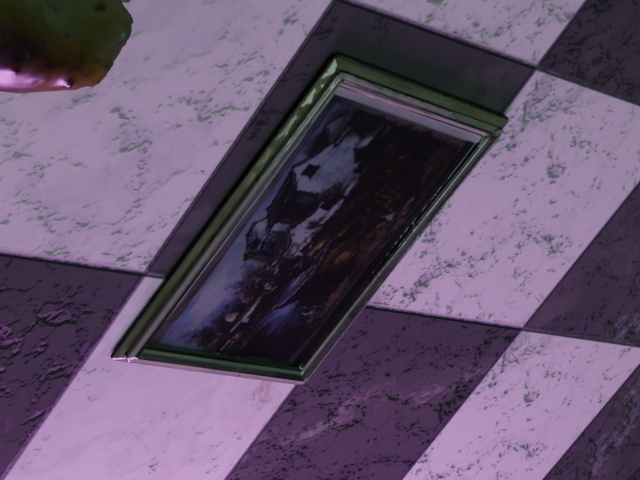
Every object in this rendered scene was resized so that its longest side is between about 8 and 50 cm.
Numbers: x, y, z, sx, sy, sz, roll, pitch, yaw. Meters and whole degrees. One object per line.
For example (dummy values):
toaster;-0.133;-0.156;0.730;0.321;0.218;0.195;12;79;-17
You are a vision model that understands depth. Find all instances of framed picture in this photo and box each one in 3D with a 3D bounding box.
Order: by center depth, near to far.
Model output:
framed picture;0.000;0.000;1.391;0.232;0.019;0.296;12;121;-50

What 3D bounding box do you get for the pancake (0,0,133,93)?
pancake;-0.162;-0.219;0.932;0.305;0.067;0.426;-27;143;-22
